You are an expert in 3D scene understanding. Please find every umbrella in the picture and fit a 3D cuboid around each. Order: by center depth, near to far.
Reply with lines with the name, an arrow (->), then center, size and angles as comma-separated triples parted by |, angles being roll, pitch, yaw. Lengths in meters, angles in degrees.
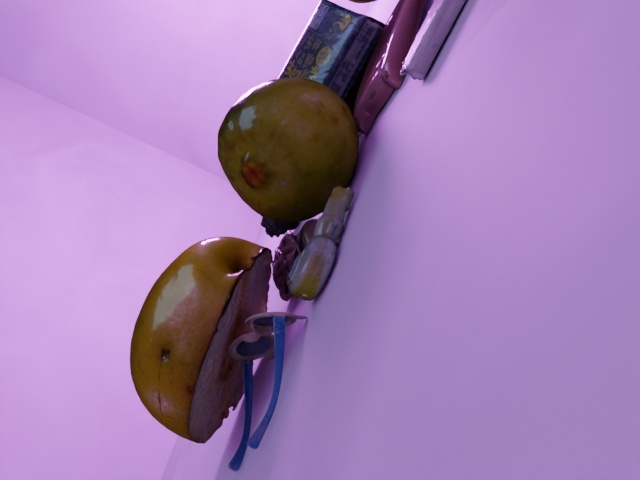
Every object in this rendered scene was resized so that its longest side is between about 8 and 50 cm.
umbrella -> -0.085, -0.125, 1.648 | 0.337, 0.128, 0.154 | 127, 165, -62

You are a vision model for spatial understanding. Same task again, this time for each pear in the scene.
pear -> -0.231, 0.165, 1.135 | 0.340, 0.191, 0.387 | -54, -21, -61

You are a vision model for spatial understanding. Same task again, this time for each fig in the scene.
fig -> -0.040, -0.177, 1.170 | 0.258, 0.258, 0.326 | -61, -9, 29

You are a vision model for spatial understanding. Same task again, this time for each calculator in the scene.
calculator -> 0.137, -0.377, 1.221 | 0.220, 0.048, 0.330 | 126, 165, -58

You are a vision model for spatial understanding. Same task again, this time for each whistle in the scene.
whistle -> 0.000, 0.000, 0.983 | 0.104, 0.057, 0.198 | 135, 157, -67

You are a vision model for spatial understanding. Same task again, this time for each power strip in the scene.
power strip -> 0.171, -0.318, 0.895 | 0.081, 0.035, 0.192 | -88, 24, -69

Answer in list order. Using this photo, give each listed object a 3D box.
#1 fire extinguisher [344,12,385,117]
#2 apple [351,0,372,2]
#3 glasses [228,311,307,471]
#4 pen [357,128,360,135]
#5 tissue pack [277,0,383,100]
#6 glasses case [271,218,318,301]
fire extinguisher -> 0.059, -0.339, 1.455 | 0.135, 0.114, 0.337 | 17, -78, -55
apple -> 0.091, -0.713, 1.413 | 0.305, 0.338, 0.339 | -50, 16, 39
glasses -> -0.112, 0.218, 0.959 | 0.190, 0.088, 0.221 | -55, 13, 51
pen -> 0.046, -0.192, 1.380 | 0.204, 0.025, 0.025 | 127, 165, -57
tissue pack -> 0.003, -0.383, 1.369 | 0.257, 0.081, 0.185 | -59, 41, 14
glasses case -> -0.057, 0.044, 1.183 | 0.193, 0.070, 0.103 | 124, 166, -53
